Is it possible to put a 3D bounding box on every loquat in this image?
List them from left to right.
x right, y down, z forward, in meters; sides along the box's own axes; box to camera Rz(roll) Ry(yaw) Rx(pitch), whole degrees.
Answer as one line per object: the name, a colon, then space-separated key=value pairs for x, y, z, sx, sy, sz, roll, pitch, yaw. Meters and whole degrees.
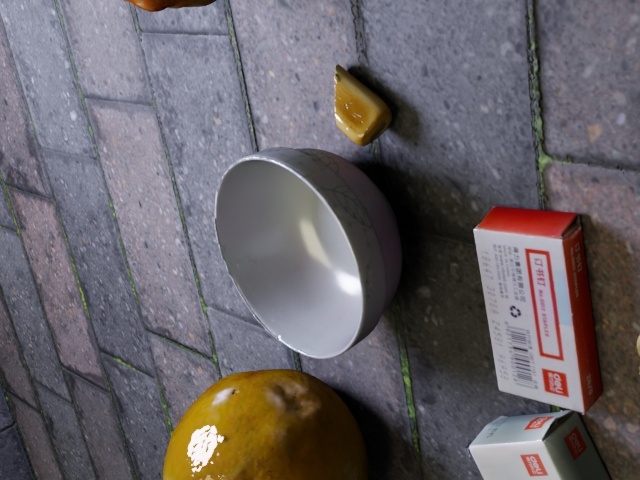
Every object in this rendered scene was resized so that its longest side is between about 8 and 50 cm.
loquat: x=-0.085 y=0.353 z=1.367 sx=0.328 sy=0.328 sz=0.329 roll=28 pitch=132 yaw=37

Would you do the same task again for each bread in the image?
bread: x=0.041 y=-0.165 z=1.112 sx=0.103 sy=0.049 sz=0.062 roll=44 pitch=106 yaw=25

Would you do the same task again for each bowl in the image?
bowl: x=0.000 y=0.000 z=1.189 sx=0.287 sy=0.143 sz=0.287 roll=28 pitch=131 yaw=36

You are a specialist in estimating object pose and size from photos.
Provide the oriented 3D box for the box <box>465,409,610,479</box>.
box: x=0.300 y=0.343 z=1.102 sx=0.135 sy=0.079 sz=0.269 roll=-22 pitch=95 yaw=53

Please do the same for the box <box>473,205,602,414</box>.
box: x=0.249 y=0.078 z=1.021 sx=0.123 sy=0.050 sz=0.229 roll=7 pitch=117 yaw=46

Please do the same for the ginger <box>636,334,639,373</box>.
ginger: x=0.387 y=0.166 z=0.870 sx=0.205 sy=0.081 sz=0.115 roll=34 pitch=114 yaw=61

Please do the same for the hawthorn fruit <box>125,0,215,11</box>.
hawthorn fruit: x=-0.195 y=-0.423 z=1.110 sx=0.210 sy=0.210 sz=0.262 roll=30 pitch=125 yaw=35
